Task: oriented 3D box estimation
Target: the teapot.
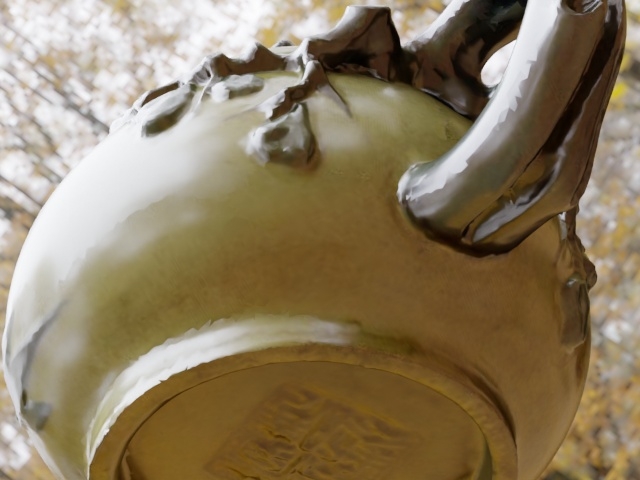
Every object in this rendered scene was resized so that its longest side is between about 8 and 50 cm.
[{"bbox_3d":[0.000,0.000,0.503,0.269,0.173,0.182,-52,26,34],"label":"teapot"}]
